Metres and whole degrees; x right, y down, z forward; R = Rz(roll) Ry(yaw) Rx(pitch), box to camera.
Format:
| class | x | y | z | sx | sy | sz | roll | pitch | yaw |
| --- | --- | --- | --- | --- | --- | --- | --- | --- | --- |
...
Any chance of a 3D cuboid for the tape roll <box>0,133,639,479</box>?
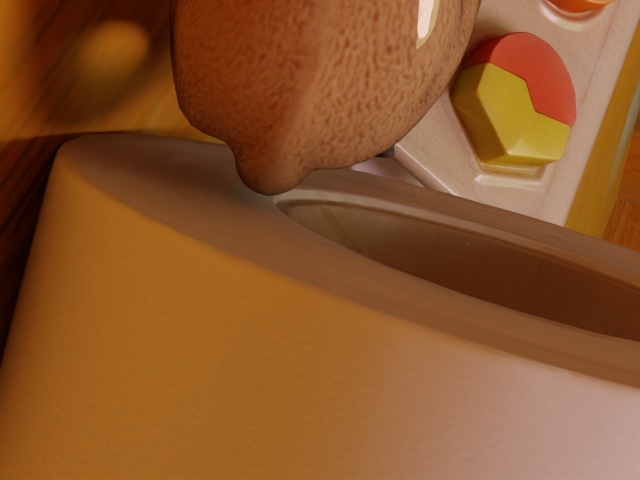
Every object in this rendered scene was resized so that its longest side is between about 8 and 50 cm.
| class | x | y | z | sx | sy | sz | roll | pitch | yaw |
| --- | --- | --- | --- | --- | --- | --- | --- | --- | --- |
| tape roll | 0.045 | 0.053 | 0.517 | 0.286 | 0.286 | 0.100 | -18 | 125 | -75 |

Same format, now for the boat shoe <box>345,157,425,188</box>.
| class | x | y | z | sx | sy | sz | roll | pitch | yaw |
| --- | --- | --- | --- | --- | --- | --- | --- | --- | --- |
| boat shoe | 0.059 | -0.085 | 0.785 | 0.098 | 0.096 | 0.277 | 71 | 32 | -42 |

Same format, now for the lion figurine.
| class | x | y | z | sx | sy | sz | roll | pitch | yaw |
| --- | --- | --- | --- | --- | --- | --- | --- | --- | --- |
| lion figurine | 0.015 | -0.135 | 0.432 | 0.240 | 0.142 | 0.392 | -77 | 170 | -55 |

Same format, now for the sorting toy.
| class | x | y | z | sx | sy | sz | roll | pitch | yaw |
| --- | --- | --- | --- | --- | --- | --- | --- | --- | --- |
| sorting toy | 0.069 | -0.113 | 0.713 | 0.208 | 0.038 | 0.193 | 41 | 58 | -31 |
